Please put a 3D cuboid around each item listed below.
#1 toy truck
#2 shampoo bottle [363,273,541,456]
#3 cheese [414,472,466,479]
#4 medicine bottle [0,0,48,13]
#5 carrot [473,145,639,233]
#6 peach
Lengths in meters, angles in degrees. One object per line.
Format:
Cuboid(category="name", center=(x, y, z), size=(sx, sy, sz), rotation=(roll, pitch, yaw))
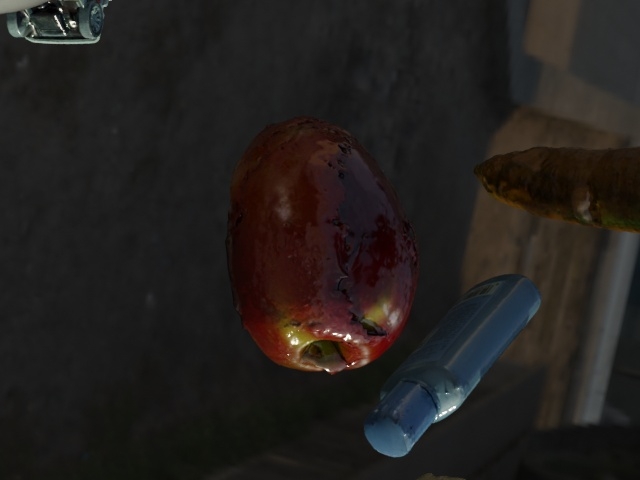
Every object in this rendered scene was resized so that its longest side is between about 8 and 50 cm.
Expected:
Cuboid(category="toy truck", center=(-0.221, -0.245, 1.207), size=(0.178, 0.080, 0.115), rotation=(71, 26, -55))
Cuboid(category="shampoo bottle", center=(0.124, 0.122, 1.492), size=(0.061, 0.104, 0.258), rotation=(56, 43, -7))
Cuboid(category="cheese", center=(0.132, 0.307, 1.183), size=(0.266, 0.127, 0.233), rotation=(24, 67, -49))
Cuboid(category="medicine bottle", center=(-0.112, -0.270, 0.602), size=(0.306, 0.245, 0.245), rotation=(-55, 154, -24))
Cuboid(category="carrot", center=(0.225, -0.026, 0.892), size=(0.066, 0.314, 0.066), rotation=(-14, 109, -49))
Cuboid(category="peach", center=(0.006, -0.001, 0.974), size=(0.127, 0.092, 0.172), rotation=(9, 73, -52))
